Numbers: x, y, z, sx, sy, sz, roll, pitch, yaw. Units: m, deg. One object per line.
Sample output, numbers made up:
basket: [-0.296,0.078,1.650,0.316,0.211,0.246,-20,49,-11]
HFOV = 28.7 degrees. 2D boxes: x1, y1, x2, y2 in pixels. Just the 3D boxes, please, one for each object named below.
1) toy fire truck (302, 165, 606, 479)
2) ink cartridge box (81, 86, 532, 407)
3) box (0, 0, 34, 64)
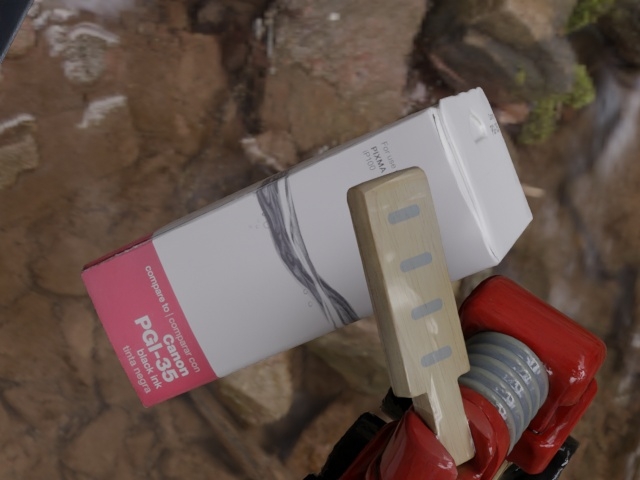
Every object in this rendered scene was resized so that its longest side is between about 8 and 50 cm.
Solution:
toy fire truck: [0.072,0.075,0.682,0.217,0.158,0.246,-42,161,-44]
ink cartridge box: [0.000,0.000,0.927,0.117,0.283,0.207,66,19,-3]
box: [-0.360,-0.168,0.791,0.212,0.395,0.293,40,48,-31]
